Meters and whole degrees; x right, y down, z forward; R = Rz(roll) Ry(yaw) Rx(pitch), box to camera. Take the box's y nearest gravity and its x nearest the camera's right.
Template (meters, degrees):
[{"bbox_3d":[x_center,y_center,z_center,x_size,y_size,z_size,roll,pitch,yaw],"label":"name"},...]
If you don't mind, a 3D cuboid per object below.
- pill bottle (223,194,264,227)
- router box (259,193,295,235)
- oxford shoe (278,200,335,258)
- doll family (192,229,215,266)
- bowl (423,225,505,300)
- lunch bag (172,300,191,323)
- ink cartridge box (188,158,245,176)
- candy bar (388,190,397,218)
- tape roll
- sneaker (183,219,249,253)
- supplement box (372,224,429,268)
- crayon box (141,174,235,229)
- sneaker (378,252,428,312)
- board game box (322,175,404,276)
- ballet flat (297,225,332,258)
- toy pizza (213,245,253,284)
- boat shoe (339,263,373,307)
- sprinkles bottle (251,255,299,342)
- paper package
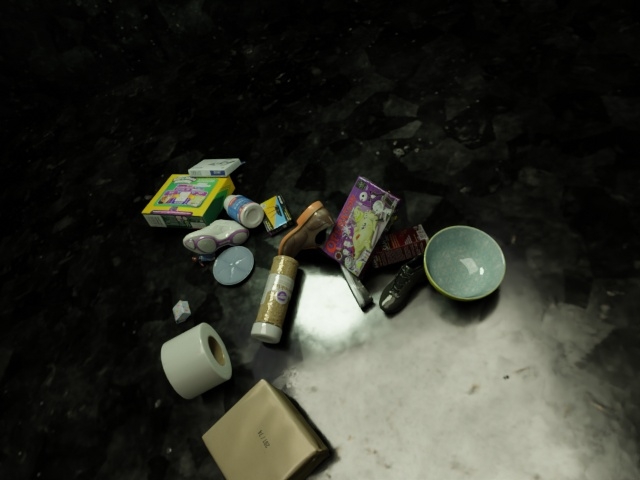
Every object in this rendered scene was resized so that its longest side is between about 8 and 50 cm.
[{"bbox_3d":[-0.379,-0.149,2.076,0.124,0.124,0.221,-49,43,-13],"label":"pill bottle"},{"bbox_3d":[-0.216,-0.124,2.069,0.133,0.046,0.179,-29,55,1],"label":"router box"},{"bbox_3d":[-0.065,-0.001,1.814,0.133,0.364,0.130,47,44,10],"label":"oxford shoe"},{"bbox_3d":[-0.567,0.030,2.072,0.111,0.076,0.193,-7,53,-5],"label":"doll family"},{"bbox_3d":[0.522,0.107,1.611,0.289,0.156,0.289,-1,64,3],"label":"bowl"},{"bbox_3d":[-0.627,0.322,1.931,0.083,0.053,0.071,-44,53,20],"label":"lunch bag"},{"bbox_3d":[-0.545,-0.396,2.275,0.223,0.045,0.224,2,29,18],"label":"ink cartridge box"},{"bbox_3d":[0.310,-0.157,1.934,0.040,0.018,0.161,-18,57,11],"label":"candy bar"},{"bbox_3d":[-0.479,0.468,1.680,0.169,0.246,0.246,-28,56,1],"label":"tape roll"},{"bbox_3d":[-0.501,-0.024,2.024,0.305,0.114,0.152,-12,39,-32],"label":"sneaker"},{"bbox_3d":[0.318,0.024,1.760,0.239,0.073,0.130,-18,27,7],"label":"supplement box"},{"bbox_3d":[-0.667,-0.204,2.193,0.363,0.106,0.313,4,47,20],"label":"crayon box"},{"bbox_3d":[0.325,0.156,1.675,0.109,0.130,0.286,35,77,29],"label":"sneaker"},{"bbox_3d":[0.161,-0.055,1.705,0.208,0.056,0.347,37,110,34],"label":"board game box"},{"bbox_3d":[0.000,0.000,1.894,0.280,0.096,0.095,26,71,29],"label":"ballet flat"},{"bbox_3d":[-0.402,0.118,1.993,0.201,0.032,0.201,-8,57,12],"label":"toy pizza"},{"bbox_3d":[0.148,0.164,1.761,0.076,0.080,0.228,-22,56,-6],"label":"boat shoe"},{"bbox_3d":[-0.186,0.242,1.794,0.121,0.121,0.355,3,61,20],"label":"sprinkles bottle"},{"bbox_3d":[-0.189,0.711,1.486,0.309,0.168,0.325,-42,57,-9],"label":"paper package"}]
